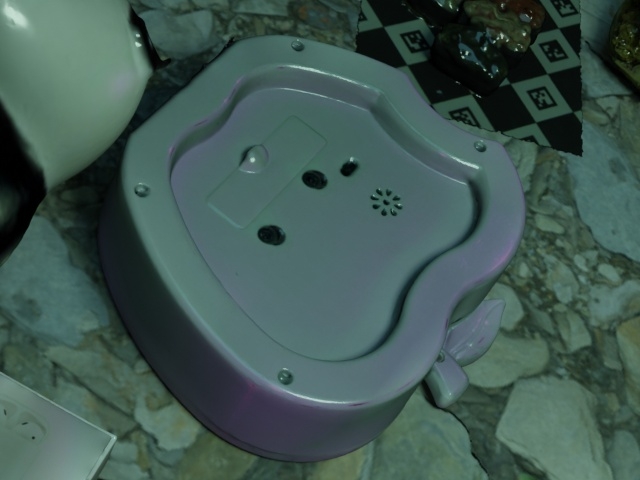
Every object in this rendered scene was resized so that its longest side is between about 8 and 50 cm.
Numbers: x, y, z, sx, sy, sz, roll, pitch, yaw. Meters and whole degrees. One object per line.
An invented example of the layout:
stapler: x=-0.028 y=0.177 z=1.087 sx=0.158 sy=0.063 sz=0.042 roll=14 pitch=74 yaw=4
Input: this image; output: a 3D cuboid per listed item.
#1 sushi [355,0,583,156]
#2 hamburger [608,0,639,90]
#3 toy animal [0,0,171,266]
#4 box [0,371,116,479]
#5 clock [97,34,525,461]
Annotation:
sushi: x=0.153 y=-0.207 z=1.236 sx=0.231 sy=0.047 sz=0.219 roll=15 pitch=55 yaw=-11
hamburger: x=0.361 y=-0.186 z=1.255 sx=0.159 sy=0.131 sz=0.184 roll=18 pitch=61 yaw=-19
toy animal: x=-0.265 y=-0.096 z=0.910 sx=0.310 sy=0.251 sz=0.251 roll=-36 pitch=76 yaw=-33
box: x=-0.225 y=0.157 z=0.864 sx=0.130 sy=0.051 sz=0.129 roll=30 pitch=53 yaw=-1
clock: x=0.000 y=0.000 z=1.015 sx=0.339 sy=0.102 sz=0.338 roll=9 pitch=57 yaw=-15
